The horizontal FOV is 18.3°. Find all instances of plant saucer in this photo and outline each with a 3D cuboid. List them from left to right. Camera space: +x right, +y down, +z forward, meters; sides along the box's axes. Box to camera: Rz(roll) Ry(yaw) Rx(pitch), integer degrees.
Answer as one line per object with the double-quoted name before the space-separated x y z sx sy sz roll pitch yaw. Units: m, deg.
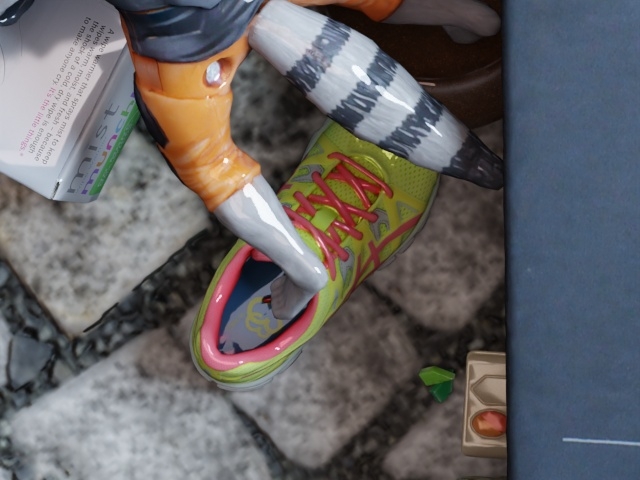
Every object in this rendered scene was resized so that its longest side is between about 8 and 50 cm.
"plant saucer" 0.060 -0.141 1.100 0.168 0.029 0.168 0 73 -1

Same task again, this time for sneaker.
"sneaker" 0.000 0.000 1.102 0.081 0.094 0.208 34 92 6

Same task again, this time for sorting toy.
"sorting toy" 0.097 0.094 1.135 0.083 0.012 0.062 3 92 5

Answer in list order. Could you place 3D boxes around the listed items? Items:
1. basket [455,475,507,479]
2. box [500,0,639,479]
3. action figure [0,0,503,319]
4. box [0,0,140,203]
"basket" 0.117 0.178 1.061 0.113 0.167 0.103 0 85 5
"box" 0.247 -0.077 0.951 0.294 0.212 0.395 3 106 16
"action figure" -0.030 -0.170 0.942 0.341 0.178 0.330 -50 122 -4
"box" -0.174 -0.187 1.100 0.231 0.127 0.262 27 93 4
